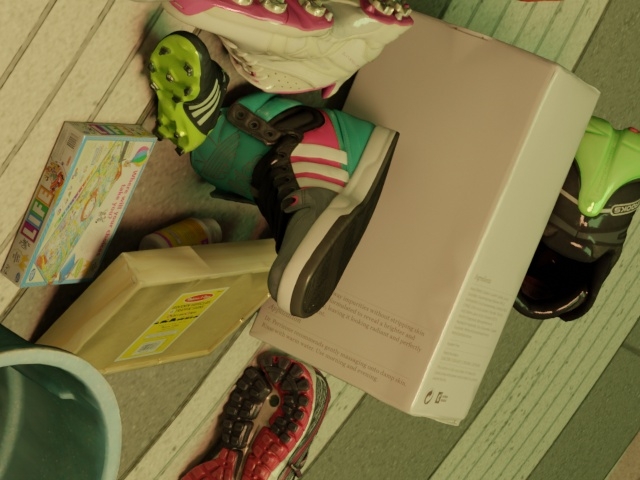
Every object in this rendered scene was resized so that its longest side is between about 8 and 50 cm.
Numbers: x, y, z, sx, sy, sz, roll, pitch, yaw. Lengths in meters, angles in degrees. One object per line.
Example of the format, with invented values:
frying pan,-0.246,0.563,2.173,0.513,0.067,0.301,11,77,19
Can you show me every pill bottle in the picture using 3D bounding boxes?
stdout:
pill bottle,-0.135,0.003,1.755,0.083,0.043,0.043,-25,141,-45

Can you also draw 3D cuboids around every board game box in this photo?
board game box,-0.215,-0.032,1.604,0.103,0.026,0.154,-2,123,-58

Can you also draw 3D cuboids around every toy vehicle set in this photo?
toy vehicle set,-0.148,0.067,1.751,0.166,0.035,0.267,-43,160,28

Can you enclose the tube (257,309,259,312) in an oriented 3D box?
tube,0.000,0.000,1.973,0.207,0.052,0.080,-55,161,-11

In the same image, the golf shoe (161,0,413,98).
golf shoe,-0.043,-0.186,1.623,0.306,0.115,0.140,1,135,-51

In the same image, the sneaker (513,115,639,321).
sneaker,0.247,-0.001,2.102,0.483,0.185,0.202,101,11,-74

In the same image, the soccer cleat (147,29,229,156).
soccer cleat,-0.113,-0.143,1.598,0.072,0.060,0.179,-47,167,-23

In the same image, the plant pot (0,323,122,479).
plant pot,-0.368,0.127,1.196,0.341,0.334,0.341,-38,149,-28

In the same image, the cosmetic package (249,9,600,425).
cosmetic package,0.110,-0.028,1.873,0.156,0.217,0.385,21,95,-63

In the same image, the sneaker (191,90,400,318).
sneaker,-0.044,-0.049,1.690,0.295,0.178,0.124,-61,169,-57

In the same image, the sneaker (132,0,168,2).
sneaker,-0.048,-0.285,1.423,0.169,0.108,0.292,-26,-174,41

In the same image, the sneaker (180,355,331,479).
sneaker,-0.078,0.278,2.078,0.299,0.121,0.112,-58,155,5
